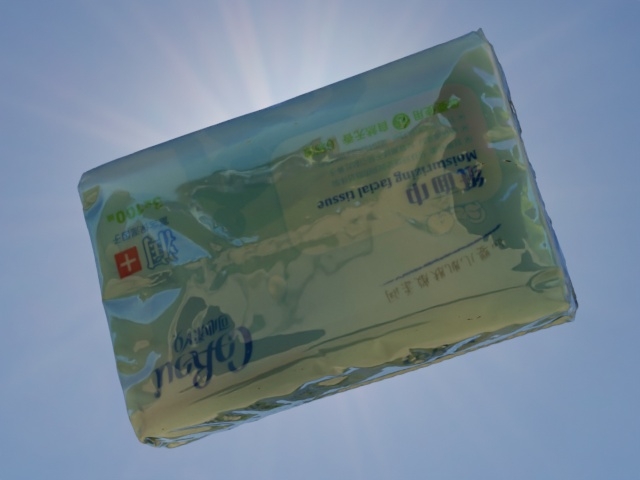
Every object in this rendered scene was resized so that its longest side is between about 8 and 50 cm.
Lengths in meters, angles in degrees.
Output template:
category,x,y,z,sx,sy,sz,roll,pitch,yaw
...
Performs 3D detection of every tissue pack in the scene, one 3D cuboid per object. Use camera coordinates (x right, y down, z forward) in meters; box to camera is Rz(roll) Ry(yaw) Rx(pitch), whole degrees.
category,x,y,z,sx,sy,sz,roll,pitch,yaw
tissue pack,0.000,0.000,0.819,0.263,0.177,0.089,-19,-16,10
